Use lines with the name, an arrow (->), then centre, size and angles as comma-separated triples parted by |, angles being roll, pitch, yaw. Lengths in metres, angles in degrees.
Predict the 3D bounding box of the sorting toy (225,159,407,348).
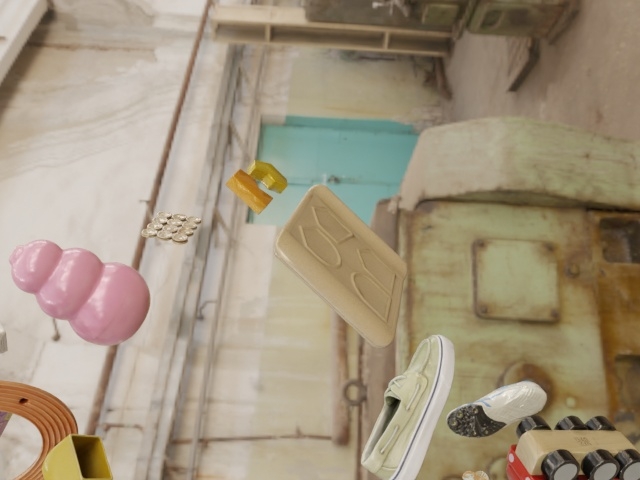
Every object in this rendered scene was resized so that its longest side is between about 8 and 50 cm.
sorting toy -> 0.000, 0.000, 0.974 | 0.041, 0.307, 0.229 | -43, 8, 27

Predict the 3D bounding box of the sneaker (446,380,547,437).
sneaker -> 0.399, 0.387, 1.537 | 0.086, 0.237, 0.085 | 174, 79, -84

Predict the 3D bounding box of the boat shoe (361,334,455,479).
boat shoe -> 0.165, 0.295, 1.229 | 0.109, 0.094, 0.302 | -43, 19, 56

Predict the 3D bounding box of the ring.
ring -> -0.578, 0.346, 1.107 | 0.032, 0.336, 0.337 | -124, 29, -46

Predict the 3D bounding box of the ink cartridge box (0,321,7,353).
ink cartridge box -> -0.688, 0.181, 1.265 | 0.109, 0.150, 0.063 | 46, 137, 30

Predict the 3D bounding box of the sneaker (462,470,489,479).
sneaker -> 0.385, 0.584, 1.633 | 0.032, 0.037, 0.083 | -45, 13, -26

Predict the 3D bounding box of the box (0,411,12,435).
box -> -0.823, 0.462, 1.513 | 0.213, 0.117, 0.243 | 125, 168, -74

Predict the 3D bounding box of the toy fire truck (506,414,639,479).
toy fire truck -> 0.428, 0.440, 1.217 | 0.158, 0.216, 0.247 | -121, 40, -61

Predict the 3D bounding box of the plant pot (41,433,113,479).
plant pot -> -0.411, 0.379, 1.113 | 0.082, 0.083, 0.081 | 63, -170, 27

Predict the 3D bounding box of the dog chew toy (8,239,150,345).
dog chew toy -> -0.576, 0.112, 1.598 | 0.206, 0.331, 0.207 | -41, 29, 28

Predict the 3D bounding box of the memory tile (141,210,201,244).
memory tile -> -0.352, -0.031, 1.598 | 0.148, 0.113, 0.012 | -74, -8, -65

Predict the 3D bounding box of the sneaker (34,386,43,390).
sneaker -> -0.803, 0.422, 1.842 | 0.067, 0.118, 0.042 | 133, 151, -69
